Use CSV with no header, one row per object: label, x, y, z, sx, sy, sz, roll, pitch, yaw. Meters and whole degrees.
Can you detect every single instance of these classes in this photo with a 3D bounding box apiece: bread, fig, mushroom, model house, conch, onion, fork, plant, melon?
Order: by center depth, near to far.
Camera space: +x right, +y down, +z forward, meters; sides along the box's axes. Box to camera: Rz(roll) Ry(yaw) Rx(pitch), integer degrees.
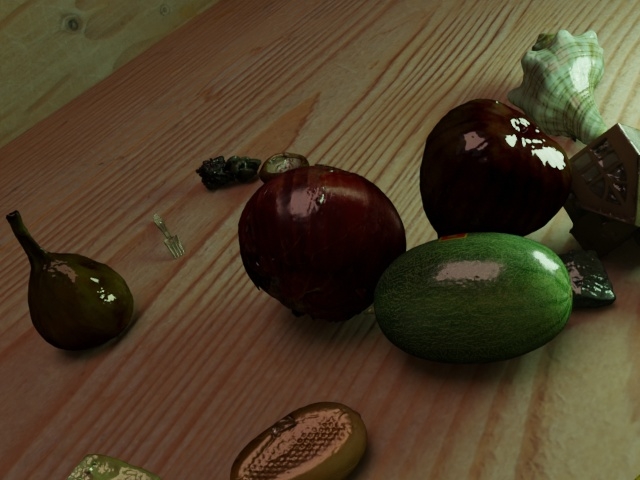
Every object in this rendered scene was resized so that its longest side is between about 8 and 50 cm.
bread,-0.026,0.282,0.809,0.189,0.077,0.114,-28,54,-9
melon,0.195,0.081,0.861,0.287,0.182,0.182,-7,37,19
model house,0.467,-0.015,0.900,0.176,0.180,0.248,-47,48,40
model house,0.374,0.064,0.904,0.078,0.066,0.083,-9,53,2
fig,0.232,-0.055,0.972,0.216,0.321,0.217,10,50,-12
onion,0.000,0.000,1.004,0.276,0.276,0.276,-15,35,11
fig,-0.481,0.065,1.204,0.190,0.290,0.190,-15,9,3
conch,0.487,-0.332,1.282,0.203,0.169,0.386,-33,24,33
fork,-0.359,-0.021,1.453,0.034,0.028,0.219,-33,36,-9
mushroom,-0.085,-0.164,1.472,0.123,0.052,0.123,-9,39,7
plant,-0.231,-0.175,1.551,0.174,0.087,0.085,-5,73,19

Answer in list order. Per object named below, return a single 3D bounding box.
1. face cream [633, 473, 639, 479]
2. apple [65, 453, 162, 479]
face cream,0.323,0.280,0.608,0.273,0.078,0.078,-33,35,-14
apple,-0.279,0.409,0.748,0.193,0.120,0.265,16,51,25
